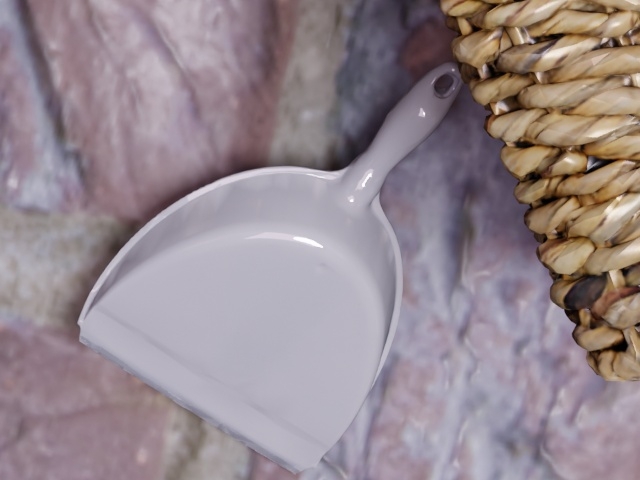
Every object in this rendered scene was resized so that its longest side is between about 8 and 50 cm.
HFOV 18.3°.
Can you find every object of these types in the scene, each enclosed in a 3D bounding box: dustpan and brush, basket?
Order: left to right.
[{"bbox_3d":[0.000,0.000,0.946,0.147,0.060,0.211,34,121,-16],"label":"dustpan and brush"},{"bbox_3d":[0.160,-0.101,0.811,0.213,0.299,0.223,-23,95,7],"label":"basket"}]
